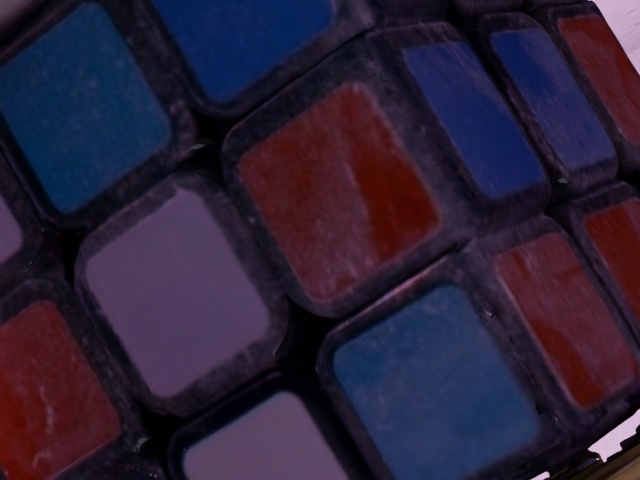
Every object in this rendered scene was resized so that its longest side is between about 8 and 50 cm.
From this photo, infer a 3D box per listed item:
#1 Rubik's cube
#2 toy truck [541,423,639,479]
[{"bbox_3d":[0.000,0.000,1.122,0.363,0.358,0.362,-36,170,30],"label":"Rubik's cube"},{"bbox_3d":[0.152,0.165,0.959,0.157,0.124,0.272,-27,171,-29],"label":"toy truck"}]
